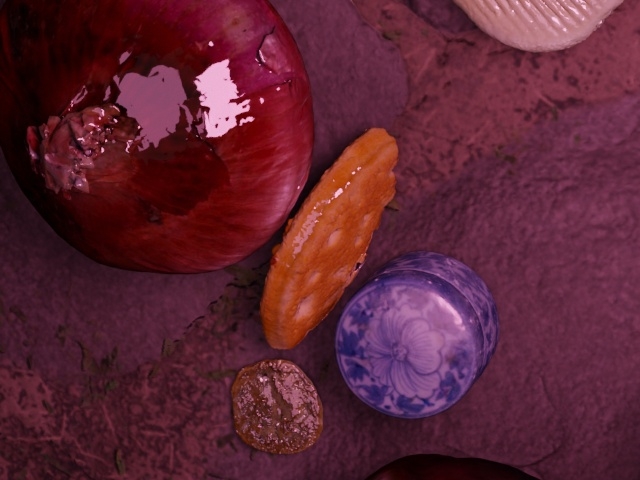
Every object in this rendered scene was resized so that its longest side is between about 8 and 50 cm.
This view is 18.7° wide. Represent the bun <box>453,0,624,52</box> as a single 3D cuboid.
[{"bbox_3d":[0.199,-0.285,1.765,0.221,0.108,0.221,8,113,21],"label":"bun"}]

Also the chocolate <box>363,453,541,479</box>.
[{"bbox_3d":[0.114,0.374,1.819,0.383,0.383,0.331,39,112,5],"label":"chocolate"}]

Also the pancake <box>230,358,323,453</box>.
[{"bbox_3d":[-0.045,0.171,2.003,0.108,0.017,0.108,3,102,15],"label":"pancake"}]

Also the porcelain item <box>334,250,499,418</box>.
[{"bbox_3d":[0.093,0.092,1.887,0.147,0.114,0.147,5,105,18],"label":"porcelain item"}]

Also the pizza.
[{"bbox_3d":[-0.001,-0.002,1.902,0.058,0.127,0.246,39,122,29],"label":"pizza"}]

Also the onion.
[{"bbox_3d":[-0.183,-0.116,1.838,0.347,0.285,0.348,10,114,24],"label":"onion"}]
